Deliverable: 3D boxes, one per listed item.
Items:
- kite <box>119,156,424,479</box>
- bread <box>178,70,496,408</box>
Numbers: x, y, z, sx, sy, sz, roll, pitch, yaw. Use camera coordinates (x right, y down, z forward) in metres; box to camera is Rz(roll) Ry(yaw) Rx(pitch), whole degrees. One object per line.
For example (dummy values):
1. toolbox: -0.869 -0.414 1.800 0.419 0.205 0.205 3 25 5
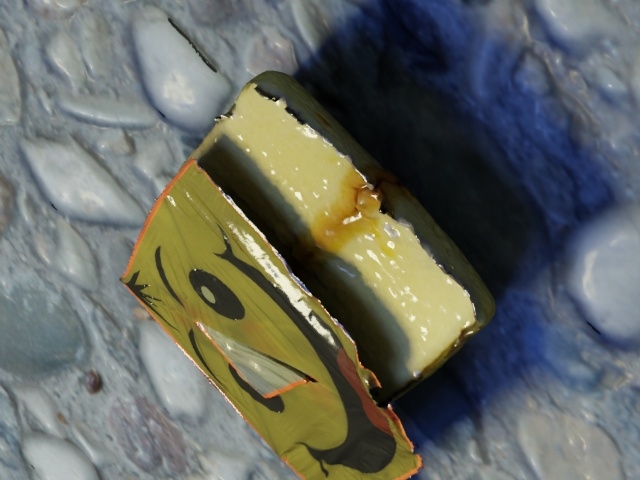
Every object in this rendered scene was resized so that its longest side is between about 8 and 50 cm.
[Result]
1. kite: -0.053 0.077 1.440 0.327 0.013 0.377 23 146 45
2. bread: 0.000 0.000 1.316 0.240 0.135 0.178 47 -178 5
